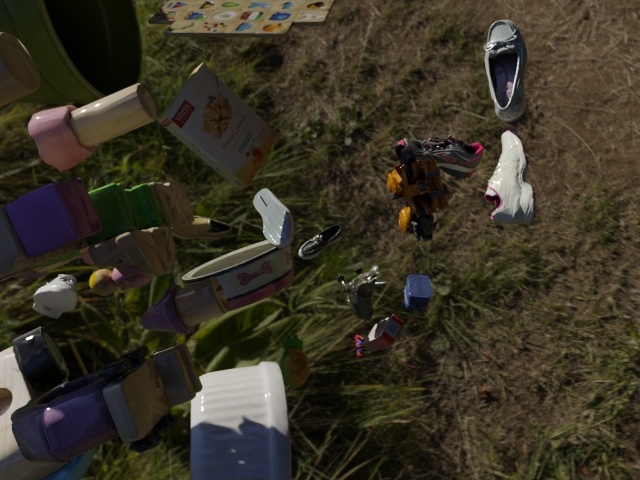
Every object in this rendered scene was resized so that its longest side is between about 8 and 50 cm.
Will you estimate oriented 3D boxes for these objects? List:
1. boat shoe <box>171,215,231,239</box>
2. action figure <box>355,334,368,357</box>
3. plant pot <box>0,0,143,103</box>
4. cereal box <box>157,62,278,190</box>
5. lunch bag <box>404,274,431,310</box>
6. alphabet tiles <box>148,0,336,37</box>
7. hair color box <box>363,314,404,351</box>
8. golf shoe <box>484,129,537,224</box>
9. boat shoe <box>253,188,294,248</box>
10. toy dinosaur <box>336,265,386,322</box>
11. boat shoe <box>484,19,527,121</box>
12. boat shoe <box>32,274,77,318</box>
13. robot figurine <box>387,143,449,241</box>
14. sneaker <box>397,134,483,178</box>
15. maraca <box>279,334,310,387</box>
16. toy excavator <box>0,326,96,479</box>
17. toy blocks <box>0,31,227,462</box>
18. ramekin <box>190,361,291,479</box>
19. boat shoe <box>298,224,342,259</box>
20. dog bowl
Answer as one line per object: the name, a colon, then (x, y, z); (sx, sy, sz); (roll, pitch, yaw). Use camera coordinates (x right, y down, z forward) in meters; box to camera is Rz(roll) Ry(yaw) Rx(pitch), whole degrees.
boat shoe: (-0.325, -0.041, 1.585); (0.072, 0.189, 0.068); (-15, 80, 38)
action figure: (0.103, 0.266, 1.489); (0.030, 0.115, 0.038); (-11, 98, 1)
plant pot: (-0.600, -0.424, 1.149); (0.352, 0.366, 0.367); (-8, 74, 11)
cereal box: (-0.222, -0.252, 1.301); (0.047, 0.240, 0.173); (-14, 43, 48)
lunch bag: (0.273, 0.152, 1.638); (0.099, 0.067, 0.065); (-83, -1, -47)
alphabet tiles: (-0.144, -0.455, 1.137); (0.342, 0.011, 0.285); (4, 41, 10)
hair color box: (0.219, 0.325, 2.024); (0.093, 0.053, 0.167); (-54, 4, -26)
golf shoe: (0.559, -0.191, 1.750); (0.140, 0.115, 0.307); (-7, 68, 12)
boat shoe: (-0.096, -0.050, 1.418); (0.083, 0.075, 0.226); (-43, 39, 15)
toy dinosaur: (0.133, 0.200, 1.989); (0.160, 0.120, 0.314); (-114, 17, -48)
boat shoe: (0.554, -0.521, 1.748); (0.118, 0.103, 0.321); (-4, 80, 29)
boat shoe: (-0.453, 0.091, 1.013); (0.184, 0.066, 0.063); (-34, 34, 58)
robot figurine: (0.209, -0.101, 1.284); (0.084, 0.291, 0.211); (-16, 87, -3)
sneaker: (0.387, -0.293, 1.891); (0.112, 0.298, 0.121); (118, 149, -42)
maraca: (-0.093, 0.426, 2.063); (0.099, 0.127, 0.186); (-17, 73, 37)
toy excavator: (-0.554, 0.358, 1.143); (0.433, 0.222, 0.445); (45, 155, 36)
toy blocks: (-0.269, 0.025, 0.520); (0.259, 0.288, 0.309); (-20, 93, 7)
ramekin: (-0.104, 0.255, 0.713); (0.207, 0.108, 0.207); (180, 90, -77)
boat shoe: (0.000, 0.000, 1.571); (0.049, 0.142, 0.040); (45, 153, 26)
dog bowl: (-0.277, 0.127, 2.077); (0.407, 0.408, 0.151); (-14, 101, 41)
